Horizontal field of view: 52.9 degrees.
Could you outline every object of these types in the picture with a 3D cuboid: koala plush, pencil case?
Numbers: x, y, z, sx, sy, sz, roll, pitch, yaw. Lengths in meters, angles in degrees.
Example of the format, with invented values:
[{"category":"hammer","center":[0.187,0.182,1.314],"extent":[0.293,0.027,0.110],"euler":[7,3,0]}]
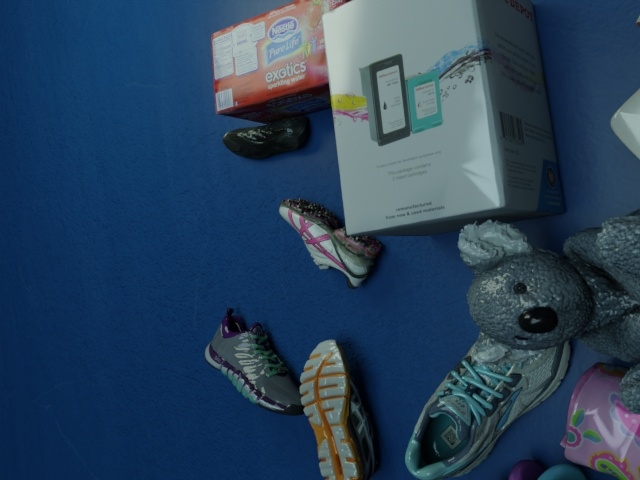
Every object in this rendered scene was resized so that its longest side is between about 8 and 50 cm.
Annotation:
[{"category":"koala plush","center":[0.257,0.059,0.664],"extent":[0.221,0.203,0.196],"euler":[-9,104,23]},{"category":"pencil case","center":[0.387,0.222,0.641],"extent":[0.284,0.124,0.124],"euler":[19,102,36]}]

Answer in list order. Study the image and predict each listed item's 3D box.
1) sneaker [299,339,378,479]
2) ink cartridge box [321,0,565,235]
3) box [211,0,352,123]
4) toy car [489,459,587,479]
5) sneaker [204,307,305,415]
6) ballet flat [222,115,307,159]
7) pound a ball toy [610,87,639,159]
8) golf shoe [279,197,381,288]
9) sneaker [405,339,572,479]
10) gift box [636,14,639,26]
[{"category":"sneaker","center":[0.031,0.252,0.935],"extent":[0.084,0.083,0.215],"euler":[-17,76,36]},{"category":"ink cartridge box","center":[0.147,-0.152,0.766],"extent":[0.197,0.198,0.270],"euler":[-10,83,38]},{"category":"box","center":[-0.029,-0.262,0.944],"extent":[0.256,0.122,0.128],"euler":[-6,87,37]},{"category":"toy car","center":[0.249,0.327,0.747],"extent":[0.182,0.159,0.136],"euler":[-44,29,30]},{"category":"sneaker","center":[-0.100,0.192,1.033],"extent":[0.223,0.083,0.098],"euler":[26,101,35]},{"category":"ballet flat","center":[-0.090,-0.167,1.050],"extent":[0.173,0.057,0.049],"euler":[1,50,36]},{"category":"pound a ball toy","center":[0.413,-0.039,0.559],"extent":[0.136,0.208,0.319],"euler":[-48,63,28]},{"category":"golf shoe","center":[0.000,0.000,0.961],"extent":[0.186,0.067,0.086],"euler":[35,112,31]},{"category":"sneaker","center":[0.199,0.189,0.778],"extent":[0.110,0.122,0.283],"euler":[38,112,31]},{"category":"gift box","center":[0.427,-0.233,0.466],"extent":[0.276,0.255,0.258],"euler":[37,157,19]}]
